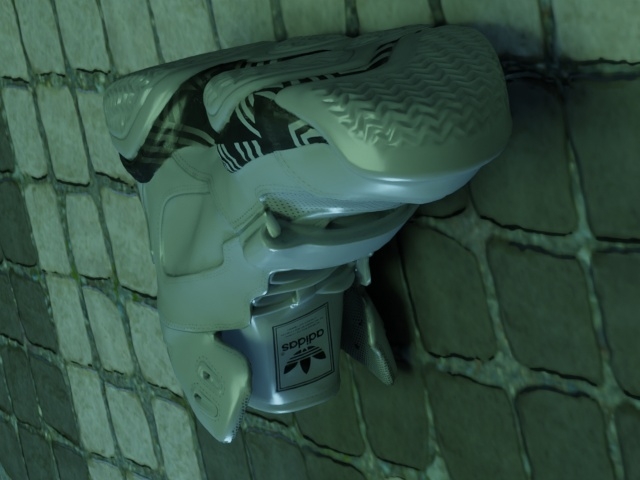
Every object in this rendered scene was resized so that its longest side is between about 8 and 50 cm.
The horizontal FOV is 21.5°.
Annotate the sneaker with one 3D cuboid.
[{"bbox_3d":[0.000,0.000,0.906,0.366,0.137,0.210,10,115,63],"label":"sneaker"}]
